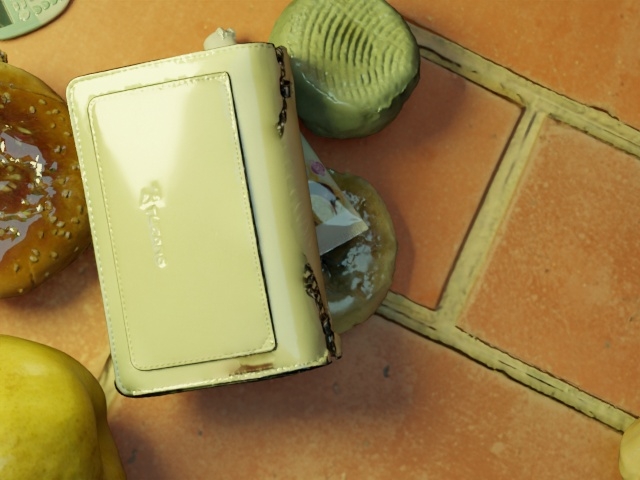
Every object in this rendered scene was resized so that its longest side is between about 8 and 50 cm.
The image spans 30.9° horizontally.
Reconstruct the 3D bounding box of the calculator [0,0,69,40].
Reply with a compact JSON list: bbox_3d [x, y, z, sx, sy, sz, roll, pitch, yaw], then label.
[{"bbox_3d":[-0.380,-0.296,1.418,0.153,0.021,0.095,-26,84,-11],"label":"calculator"}]

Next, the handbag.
[{"bbox_3d":[-0.122,-0.024,1.288,0.236,0.160,0.359,-9,91,15],"label":"handbag"}]

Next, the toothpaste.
[{"bbox_3d":[-0.054,-0.121,1.381,0.056,0.058,0.314,-5,58,-50],"label":"toothpaste"}]

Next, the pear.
[{"bbox_3d":[-0.356,0.246,1.189,0.314,0.314,0.315,1,80,-7],"label":"pear"}]

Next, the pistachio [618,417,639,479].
[{"bbox_3d":[0.497,0.265,1.356,0.299,0.187,0.188,4,80,-13],"label":"pistachio"}]

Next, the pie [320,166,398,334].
[{"bbox_3d":[0.000,0.001,1.396,0.185,0.052,0.218,-39,84,-13],"label":"pie"}]

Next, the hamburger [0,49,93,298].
[{"bbox_3d":[-0.365,-0.070,1.324,0.243,0.146,0.286,4,78,-14],"label":"hamburger"}]

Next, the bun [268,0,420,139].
[{"bbox_3d":[0.023,-0.206,1.397,0.195,0.118,0.196,9,61,-16],"label":"bun"}]
